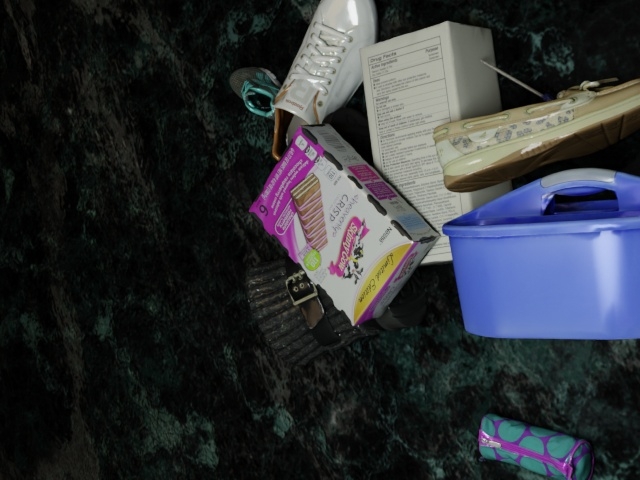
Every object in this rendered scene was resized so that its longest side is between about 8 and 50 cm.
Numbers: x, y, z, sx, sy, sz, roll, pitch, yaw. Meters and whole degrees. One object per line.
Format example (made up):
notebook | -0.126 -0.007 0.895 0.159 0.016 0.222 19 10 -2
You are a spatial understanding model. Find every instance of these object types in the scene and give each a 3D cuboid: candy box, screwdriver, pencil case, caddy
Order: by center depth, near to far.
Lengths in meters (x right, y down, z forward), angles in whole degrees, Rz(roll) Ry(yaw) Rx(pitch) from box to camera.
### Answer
caddy | 0.308 0.006 1.280 0.341 0.241 0.179 -3 97 36
screwdriver | 0.279 -0.195 1.429 0.170 0.025 0.024 40 161 23
pencil case | 0.278 0.273 1.442 0.151 0.070 0.065 10 99 41
candy box | 0.027 -0.024 1.490 0.233 0.071 0.159 46 122 22

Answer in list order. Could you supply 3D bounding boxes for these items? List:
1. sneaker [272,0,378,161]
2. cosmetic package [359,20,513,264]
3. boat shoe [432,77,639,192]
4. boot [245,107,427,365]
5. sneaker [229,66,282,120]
sneaker | 0.003 -0.237 1.622 0.106 0.123 0.290 24 114 15
cosmetic package | 0.161 -0.124 1.502 0.160 0.113 0.310 -8 86 43
boat shoe | 0.276 -0.145 1.346 0.285 0.104 0.089 -19 72 11
boot | -0.003 0.001 1.647 0.260 0.131 0.348 -19 80 42
sneaker | -0.098 -0.235 1.760 0.166 0.076 0.065 33 113 37
